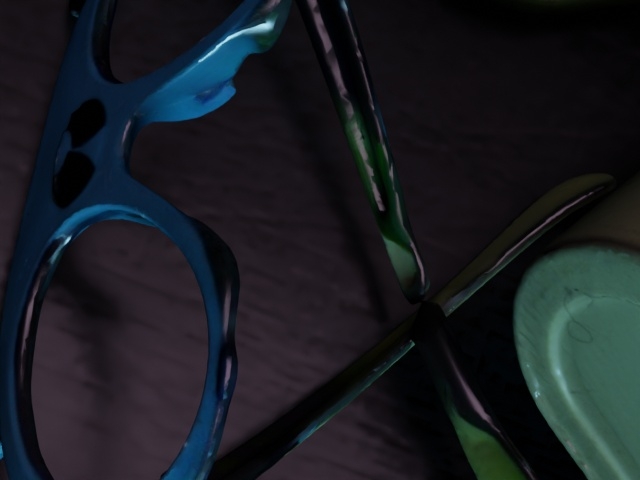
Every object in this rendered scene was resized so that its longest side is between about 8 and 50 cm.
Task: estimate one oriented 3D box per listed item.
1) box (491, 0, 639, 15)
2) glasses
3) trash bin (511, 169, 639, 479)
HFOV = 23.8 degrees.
[{"bbox_3d":[0.187,-0.240,0.547,0.328,0.178,0.253,-11,77,-20],"label":"box"},{"bbox_3d":[0.012,-0.010,0.469,0.206,0.102,0.239,12,72,-14],"label":"glasses"},{"bbox_3d":[0.214,0.039,0.494,0.247,0.121,0.243,-35,88,-31],"label":"trash bin"}]
